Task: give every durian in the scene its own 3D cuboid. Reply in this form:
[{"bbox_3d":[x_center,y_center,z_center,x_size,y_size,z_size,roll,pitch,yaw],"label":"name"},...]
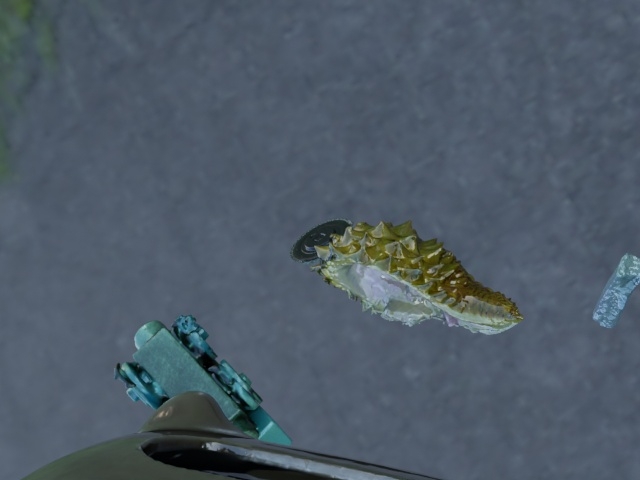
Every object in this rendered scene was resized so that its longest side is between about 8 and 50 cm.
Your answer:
[{"bbox_3d":[0.100,0.030,1.741,0.224,0.078,0.140,15,154,28],"label":"durian"}]

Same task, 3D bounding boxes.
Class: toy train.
[{"bbox_3d":[-0.130,0.183,2.080,0.203,0.112,0.163,46,175,35],"label":"toy train"}]

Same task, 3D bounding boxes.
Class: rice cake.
[{"bbox_3d":[0.322,0.058,2.012,0.030,0.042,0.180,21,163,7],"label":"rice cake"}]

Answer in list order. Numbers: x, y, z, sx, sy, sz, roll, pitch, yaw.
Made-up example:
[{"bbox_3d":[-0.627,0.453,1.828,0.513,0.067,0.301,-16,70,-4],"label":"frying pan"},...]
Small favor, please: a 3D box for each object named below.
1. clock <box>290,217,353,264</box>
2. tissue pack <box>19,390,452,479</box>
[{"bbox_3d":[0.000,0.000,2.006,0.010,0.074,0.083,56,160,-24],"label":"clock"},{"bbox_3d":[0.012,0.224,0.752,0.387,0.267,0.277,10,93,15],"label":"tissue pack"}]
